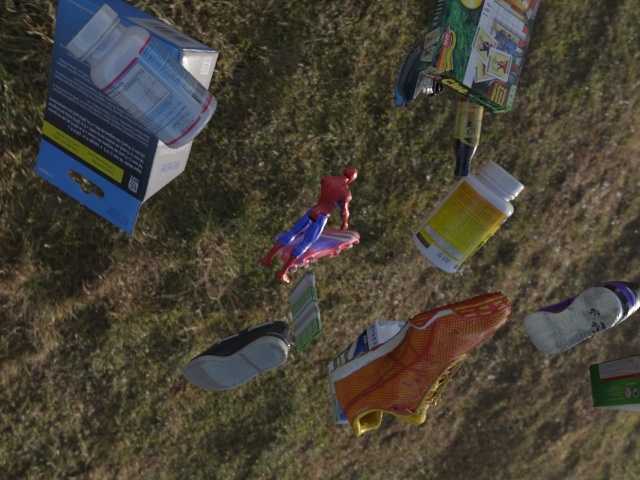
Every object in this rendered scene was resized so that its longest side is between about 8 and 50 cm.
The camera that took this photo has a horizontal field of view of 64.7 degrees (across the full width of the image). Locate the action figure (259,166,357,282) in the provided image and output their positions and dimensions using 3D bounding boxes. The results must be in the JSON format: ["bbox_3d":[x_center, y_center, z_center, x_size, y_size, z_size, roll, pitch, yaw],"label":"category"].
[{"bbox_3d":[-0.001,-0.037,1.109,0.280,0.091,0.139,-53,156,5],"label":"action figure"}]

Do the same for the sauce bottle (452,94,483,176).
[{"bbox_3d":[0.233,-0.167,0.803,0.042,0.042,0.128,-13,114,-31],"label":"sauce bottle"}]

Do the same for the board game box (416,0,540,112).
[{"bbox_3d":[0.194,-0.290,0.561,0.136,0.030,0.260,14,91,-30],"label":"board game box"}]

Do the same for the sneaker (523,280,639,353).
[{"bbox_3d":[0.585,0.166,1.114,0.146,0.102,0.293,-17,163,-23],"label":"sneaker"}]

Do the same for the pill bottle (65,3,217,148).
[{"bbox_3d":[-0.207,-0.190,0.593,0.087,0.087,0.160,-50,123,-4],"label":"pill bottle"}]

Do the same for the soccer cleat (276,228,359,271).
[{"bbox_3d":[0.000,0.000,1.231,0.248,0.083,0.095,-20,80,-41],"label":"soccer cleat"}]

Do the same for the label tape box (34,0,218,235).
[{"bbox_3d":[-0.343,-0.216,0.868,0.106,0.240,0.334,-38,156,-60],"label":"label tape box"}]

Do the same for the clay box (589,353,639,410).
[{"bbox_3d":[0.416,0.152,0.511,0.127,0.221,0.053,89,5,-70],"label":"clay box"}]

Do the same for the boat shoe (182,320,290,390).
[{"bbox_3d":[-0.132,0.182,0.807,0.206,0.065,0.075,-24,115,26],"label":"boat shoe"}]

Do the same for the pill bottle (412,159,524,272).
[{"bbox_3d":[0.287,-0.048,0.981,0.117,0.117,0.215,20,116,-41],"label":"pill bottle"}]

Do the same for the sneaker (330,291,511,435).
[{"bbox_3d":[0.077,0.093,0.374,0.064,0.067,0.175,-6,149,-41],"label":"sneaker"}]

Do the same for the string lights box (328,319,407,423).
[{"bbox_3d":[0.101,0.274,1.027,0.076,0.134,0.260,5,146,-20],"label":"string lights box"}]

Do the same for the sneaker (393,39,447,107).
[{"bbox_3d":[0.303,-0.420,1.223,0.341,0.139,0.125,-45,160,-26],"label":"sneaker"}]

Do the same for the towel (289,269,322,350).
[{"bbox_3d":[-0.033,0.157,1.136,0.023,0.152,0.113,7,144,-26],"label":"towel"}]
